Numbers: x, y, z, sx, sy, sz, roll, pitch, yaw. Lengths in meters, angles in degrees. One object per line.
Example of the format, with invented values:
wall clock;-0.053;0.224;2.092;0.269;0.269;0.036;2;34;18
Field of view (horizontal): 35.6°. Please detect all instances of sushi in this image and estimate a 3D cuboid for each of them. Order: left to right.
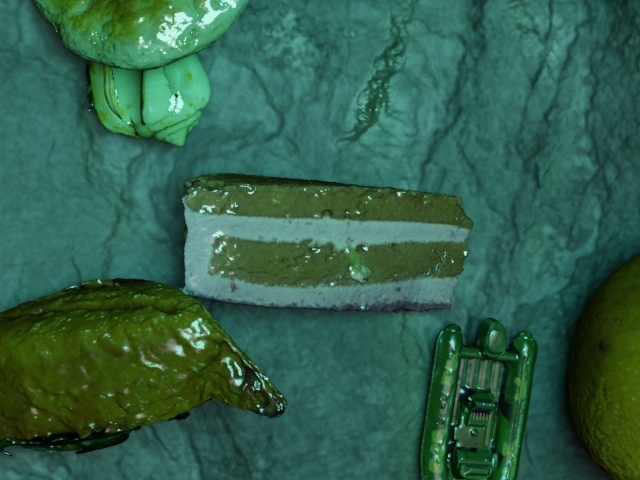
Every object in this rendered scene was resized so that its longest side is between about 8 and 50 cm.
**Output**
sushi;-0.164;0.107;0.836;0.287;0.149;0.140;-9;108;10

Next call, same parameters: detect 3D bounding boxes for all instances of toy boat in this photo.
toy boat;0.149;0.177;0.953;0.104;0.052;0.210;7;93;-14

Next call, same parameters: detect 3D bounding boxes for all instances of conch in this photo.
conch;-0.159;-0.156;0.855;0.105;0.079;0.170;-19;84;-13

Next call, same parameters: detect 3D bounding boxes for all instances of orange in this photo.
orange;0.357;0.121;0.900;0.264;0.264;0.264;-1;96;-11

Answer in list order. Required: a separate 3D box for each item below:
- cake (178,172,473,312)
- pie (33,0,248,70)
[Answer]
cake;0.000;0.000;0.901;0.295;0.113;0.116;5;100;-24
pie;-0.140;-0.253;0.804;0.240;0.054;0.241;-3;81;19
